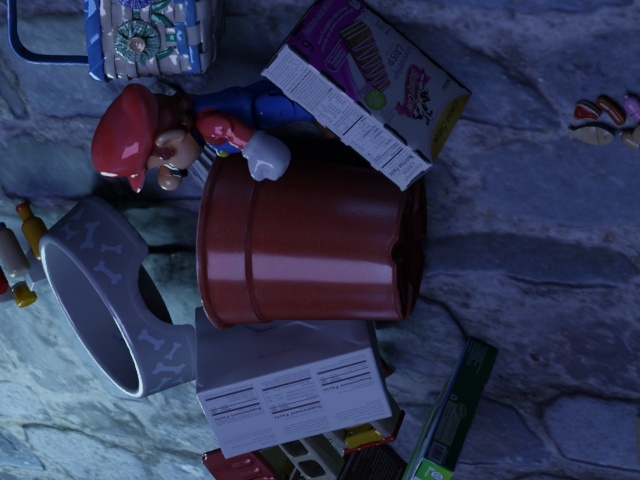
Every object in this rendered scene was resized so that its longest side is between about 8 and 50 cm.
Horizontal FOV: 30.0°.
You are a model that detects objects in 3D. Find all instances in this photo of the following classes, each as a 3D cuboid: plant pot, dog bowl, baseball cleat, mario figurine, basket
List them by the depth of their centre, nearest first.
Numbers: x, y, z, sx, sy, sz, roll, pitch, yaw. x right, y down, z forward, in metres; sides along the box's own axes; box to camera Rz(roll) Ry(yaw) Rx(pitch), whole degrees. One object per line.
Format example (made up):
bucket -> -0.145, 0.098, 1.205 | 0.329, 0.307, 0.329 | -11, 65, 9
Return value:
basket -> -0.268, -0.334, 1.513 | 0.289, 0.201, 0.255 | 9, 127, 12
mario figurine -> -0.138, -0.130, 1.559 | 0.198, 0.320, 0.170 | 135, 120, -74
plant pot -> 0.000, 0.000, 1.654 | 0.265, 0.272, 0.272 | 4, 132, 16
baseball cleat -> -0.194, -0.136, 1.760 | 0.206, 0.072, 0.109 | 53, 162, -1
dog bowl -> -0.332, 0.102, 1.928 | 0.349, 0.102, 0.349 | 42, 151, 30

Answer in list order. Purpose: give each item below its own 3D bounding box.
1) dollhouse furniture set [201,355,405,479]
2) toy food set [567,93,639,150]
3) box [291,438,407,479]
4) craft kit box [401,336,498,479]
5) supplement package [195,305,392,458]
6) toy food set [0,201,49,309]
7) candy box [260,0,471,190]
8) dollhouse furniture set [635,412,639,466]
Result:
dollhouse furniture set -> 0.003, 0.308, 1.982 | 0.374, 0.201, 0.152 | -22, 117, 34
toy food set -> 0.364, -0.149, 1.468 | 0.122, 0.019, 0.078 | 15, 136, 28
box -> 0.064, 0.470, 2.111 | 0.203, 0.167, 0.168 | 46, 136, -15
craft kit box -> 0.181, 0.314, 1.837 | 0.061, 0.250, 0.246 | 26, 138, 3
supplement package -> -0.044, 0.181, 1.806 | 0.262, 0.204, 0.145 | -15, 125, 5
toy food set -> -0.543, 0.035, 2.105 | 0.104, 0.111, 0.232 | 60, 151, 14
candy box -> 0.061, -0.195, 1.492 | 0.233, 0.159, 0.071 | 39, 138, -10
dollhouse furniture set -> 0.572, 0.320, 1.784 | 0.151, 0.123, 0.144 | 40, 153, 47
